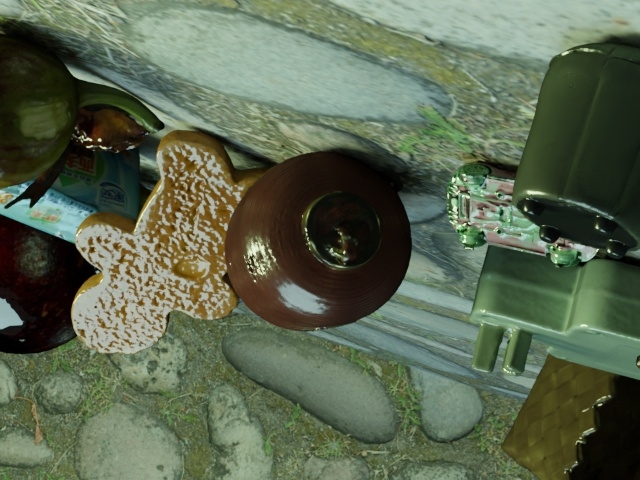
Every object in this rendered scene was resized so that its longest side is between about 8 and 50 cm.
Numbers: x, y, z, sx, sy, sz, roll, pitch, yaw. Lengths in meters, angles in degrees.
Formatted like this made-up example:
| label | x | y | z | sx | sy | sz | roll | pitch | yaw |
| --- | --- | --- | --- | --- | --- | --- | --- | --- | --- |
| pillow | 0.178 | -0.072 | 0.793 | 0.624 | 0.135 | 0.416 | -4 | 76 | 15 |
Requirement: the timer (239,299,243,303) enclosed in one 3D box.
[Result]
| label | x | y | z | sx | sy | sz | roll | pitch | yaw |
| --- | --- | --- | --- | --- | --- | --- | --- | --- | --- |
| timer | -0.120 | 0.021 | 1.443 | 0.175 | 0.175 | 0.255 | 16 | 167 | 18 |

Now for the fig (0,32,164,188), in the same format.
| label | x | y | z | sx | sy | sz | roll | pitch | yaw |
| --- | --- | --- | --- | --- | --- | --- | --- | --- | --- |
| fig | -0.256 | -0.128 | 1.082 | 0.245 | 0.149 | 0.149 | -8 | -171 | -36 |

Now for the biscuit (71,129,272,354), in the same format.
| label | x | y | z | sx | sy | sz | roll | pitch | yaw |
| --- | --- | --- | --- | --- | --- | --- | --- | --- | --- |
| biscuit | -0.173 | 0.013 | 1.269 | 0.205 | 0.324 | 0.049 | 26 | -151 | -22 |

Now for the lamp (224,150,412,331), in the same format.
| label | x | y | z | sx | sy | sz | roll | pitch | yaw |
| --- | --- | --- | --- | --- | --- | --- | --- | --- | --- |
| lamp | 0.000 | 0.000 | 1.110 | 0.180 | 0.180 | 0.258 | 21 | 167 | -10 |

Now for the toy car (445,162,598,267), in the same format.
| label | x | y | z | sx | sy | sz | roll | pitch | yaw |
| --- | --- | --- | --- | --- | --- | --- | --- | --- | --- |
| toy car | 0.171 | -0.025 | 0.929 | 0.142 | 0.069 | 0.055 | 13 | -149 | 30 |

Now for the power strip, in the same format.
| label | x | y | z | sx | sy | sz | roll | pitch | yaw |
| --- | --- | --- | --- | --- | --- | --- | --- | --- | --- |
| power strip | 0.287 | 0.098 | 1.177 | 0.261 | 0.141 | 0.229 | 15 | 169 | 6 |

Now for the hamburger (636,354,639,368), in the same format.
| label | x | y | z | sx | sy | sz | roll | pitch | yaw |
| --- | --- | --- | --- | --- | --- | --- | --- | --- | --- |
| hamburger | 0.402 | 0.118 | 0.985 | 0.183 | 0.130 | 0.206 | 39 | 148 | -14 |

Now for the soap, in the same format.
| label | x | y | z | sx | sy | sz | roll | pitch | yaw |
| --- | --- | --- | --- | --- | --- | --- | --- | --- | --- |
| soap | -0.330 | -0.088 | 1.302 | 0.293 | 0.156 | 0.077 | 23 | 126 | -29 |

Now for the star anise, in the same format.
| label | x | y | z | sx | sy | sz | roll | pitch | yaw |
| --- | --- | --- | --- | --- | --- | --- | --- | --- | --- |
| star anise | -0.277 | -0.089 | 1.228 | 0.140 | 0.144 | 0.158 | 17 | 174 | -41 |

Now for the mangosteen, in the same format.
| label | x | y | z | sx | sy | sz | roll | pitch | yaw |
| --- | --- | --- | --- | --- | --- | --- | --- | --- | --- |
| mangosteen | -0.382 | -0.002 | 1.544 | 0.347 | 0.307 | 0.307 | -9 | 174 | -8 |

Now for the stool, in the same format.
| label | x | y | z | sx | sy | sz | roll | pitch | yaw |
| --- | --- | --- | --- | --- | --- | --- | --- | --- | --- |
| stool | 0.163 | -0.051 | 0.640 | 0.096 | 0.110 | 0.096 | 23 | 171 | 4 |

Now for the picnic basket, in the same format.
| label | x | y | z | sx | sy | sz | roll | pitch | yaw |
| --- | --- | --- | --- | --- | --- | --- | --- | --- | --- |
| picnic basket | 0.465 | 0.305 | 1.608 | 0.291 | 0.254 | 0.321 | 26 | 179 | -33 |
